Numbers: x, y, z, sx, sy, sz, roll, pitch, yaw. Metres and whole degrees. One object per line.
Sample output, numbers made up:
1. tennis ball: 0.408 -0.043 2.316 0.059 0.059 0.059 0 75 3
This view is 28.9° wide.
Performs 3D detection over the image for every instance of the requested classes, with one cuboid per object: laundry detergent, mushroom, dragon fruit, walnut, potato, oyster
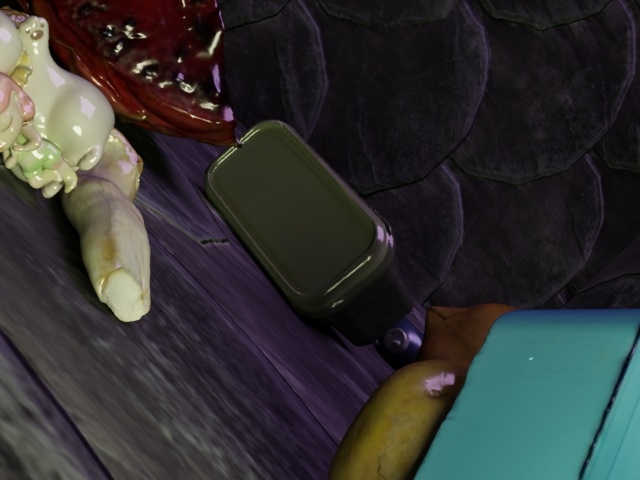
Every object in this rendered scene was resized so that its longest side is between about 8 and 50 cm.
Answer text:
1. laundry detergent: 0.135 0.164 1.778 0.097 0.061 0.206 59 10 29
2. mushroom: -0.130 -0.014 0.766 0.059 0.054 0.202 47 8 -27
3. dragon fruit: -0.230 -0.205 1.370 0.329 0.227 0.286 151 -72 -74
4. walnut: 0.215 0.195 1.433 0.298 0.203 0.203 47 4 18
5. potato: 0.075 0.145 0.700 0.176 0.137 0.137 55 1 -22
6. oyster: -0.274 -0.193 1.136 0.051 0.034 0.093 39 8 -3

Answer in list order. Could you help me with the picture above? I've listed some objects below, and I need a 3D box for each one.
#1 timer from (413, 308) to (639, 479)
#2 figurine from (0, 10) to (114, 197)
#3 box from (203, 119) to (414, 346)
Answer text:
1. timer: 0.148 0.186 0.638 0.091 0.232 0.250 -5 -48 43
2. figurine: -0.187 -0.097 0.723 0.146 0.081 0.098 45 5 -32
3. box: 0.000 0.000 1.448 0.274 0.138 0.178 51 1 37
